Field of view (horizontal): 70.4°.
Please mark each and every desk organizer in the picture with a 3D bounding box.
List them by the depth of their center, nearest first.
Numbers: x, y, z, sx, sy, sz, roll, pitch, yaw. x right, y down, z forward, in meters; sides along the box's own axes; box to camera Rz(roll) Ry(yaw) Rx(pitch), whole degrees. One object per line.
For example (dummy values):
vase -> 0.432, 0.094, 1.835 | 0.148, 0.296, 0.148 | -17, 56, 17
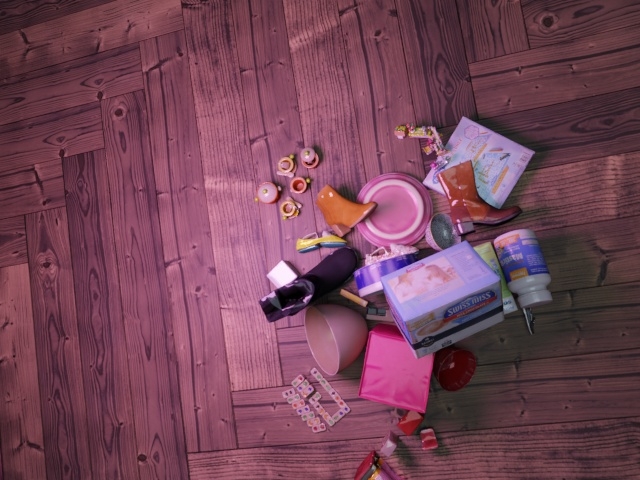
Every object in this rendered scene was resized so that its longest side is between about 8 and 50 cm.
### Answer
desk organizer -> 0.256, 0.311, 1.904 | 0.131, 0.047, 0.050 | 4, 85, 12

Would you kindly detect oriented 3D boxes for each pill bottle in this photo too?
pill bottle -> 0.758, 0.107, 1.688 | 0.153, 0.152, 0.271 | -14, 68, 11

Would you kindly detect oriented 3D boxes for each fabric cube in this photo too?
fabric cube -> 0.304, 0.483, 1.774 | 0.255, 0.258, 0.258 | 11, 88, 13

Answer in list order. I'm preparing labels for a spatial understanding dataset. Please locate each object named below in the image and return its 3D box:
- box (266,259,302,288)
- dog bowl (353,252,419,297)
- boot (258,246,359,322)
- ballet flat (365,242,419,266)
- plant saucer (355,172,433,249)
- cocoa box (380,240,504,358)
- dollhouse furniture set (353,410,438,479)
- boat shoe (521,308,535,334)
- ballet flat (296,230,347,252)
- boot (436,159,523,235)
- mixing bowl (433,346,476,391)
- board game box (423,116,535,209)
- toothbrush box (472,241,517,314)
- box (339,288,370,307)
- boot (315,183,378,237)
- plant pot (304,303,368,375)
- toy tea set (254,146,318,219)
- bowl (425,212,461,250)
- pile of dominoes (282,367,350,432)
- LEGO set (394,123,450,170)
box -> -0.156, 0.154, 1.980 | 0.102, 0.087, 0.101 | -44, 79, 6
dog bowl -> 0.270, 0.141, 1.800 | 0.265, 0.265, 0.104 | -19, 77, 10
boot -> -0.023, 0.157, 1.768 | 0.367, 0.445, 0.146 | -41, 79, 6
ballet flat -> 0.283, 0.056, 1.869 | 0.241, 0.091, 0.077 | -22, 79, 28
plant saucer -> 0.304, -0.126, 1.906 | 0.333, 0.084, 0.331 | -1, 86, 11
cocoa box -> 0.424, 0.203, 1.591 | 0.348, 0.227, 0.231 | -24, 39, 0
dollhouse furniture set -> 0.321, 0.866, 1.796 | 0.201, 0.152, 0.374 | 38, 94, 12
boat shoe -> 0.825, 0.305, 1.787 | 0.038, 0.046, 0.125 | -15, 75, 15
ballet flat -> 0.000, 0.000, 1.961 | 0.231, 0.077, 0.077 | -10, 70, 20
boot -> 0.625, -0.182, 1.791 | 0.264, 0.096, 0.280 | -18, 77, 19
mixing bowl -> 0.511, 0.492, 1.794 | 0.182, 0.098, 0.181 | -6, 106, -22
board game box -> 0.639, -0.291, 1.855 | 0.318, 0.066, 0.318 | 32, 93, 12
toothbrush box -> 0.616, 0.172, 1.799 | 0.207, 0.122, 0.282 | -21, 81, 8
box -> 0.152, 0.244, 1.912 | 0.136, 0.081, 0.028 | 24, 91, 12
boot -> 0.092, -0.149, 1.872 | 0.104, 0.295, 0.211 | -32, 85, -37
plant pot -> 0.082, 0.378, 1.846 | 0.191, 0.284, 0.283 | -14, 82, -25
toy tea set -> -0.142, -0.267, 1.987 | 0.200, 0.124, 0.335 | 27, 92, 12
bowl -> 0.482, -0.020, 1.848 | 0.170, 0.080, 0.169 | 12, 66, -28
pile of dominoes -> -0.026, 0.690, 1.940 | 0.196, 0.040, 0.251 | -44, 78, 6
LEGO set -> 0.419, -0.421, 1.850 | 0.132, 0.107, 0.287 | -45, 62, 11
